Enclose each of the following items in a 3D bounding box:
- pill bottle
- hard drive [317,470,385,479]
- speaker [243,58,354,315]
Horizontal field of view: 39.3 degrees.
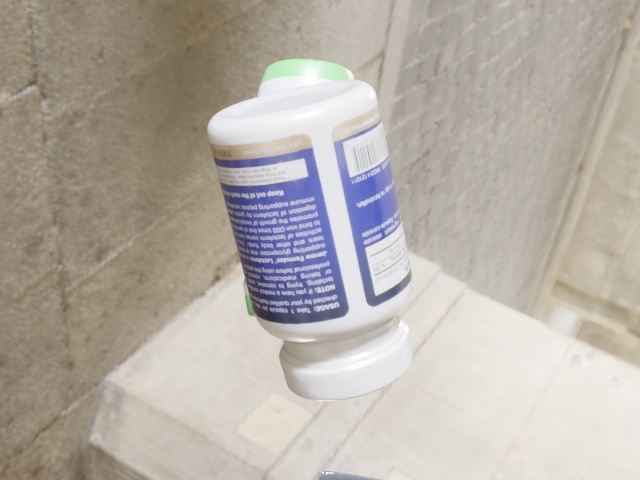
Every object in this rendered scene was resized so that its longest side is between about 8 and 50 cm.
[{"bbox_3d":[0.000,0.000,0.814,0.153,0.153,0.265,-35,118,-52],"label":"pill bottle"},{"bbox_3d":[0.095,0.313,0.808,0.054,0.254,0.172,156,-48,-81],"label":"hard drive"},{"bbox_3d":[-0.022,-0.056,1.062,0.131,0.131,0.297,22,71,-69],"label":"speaker"}]
